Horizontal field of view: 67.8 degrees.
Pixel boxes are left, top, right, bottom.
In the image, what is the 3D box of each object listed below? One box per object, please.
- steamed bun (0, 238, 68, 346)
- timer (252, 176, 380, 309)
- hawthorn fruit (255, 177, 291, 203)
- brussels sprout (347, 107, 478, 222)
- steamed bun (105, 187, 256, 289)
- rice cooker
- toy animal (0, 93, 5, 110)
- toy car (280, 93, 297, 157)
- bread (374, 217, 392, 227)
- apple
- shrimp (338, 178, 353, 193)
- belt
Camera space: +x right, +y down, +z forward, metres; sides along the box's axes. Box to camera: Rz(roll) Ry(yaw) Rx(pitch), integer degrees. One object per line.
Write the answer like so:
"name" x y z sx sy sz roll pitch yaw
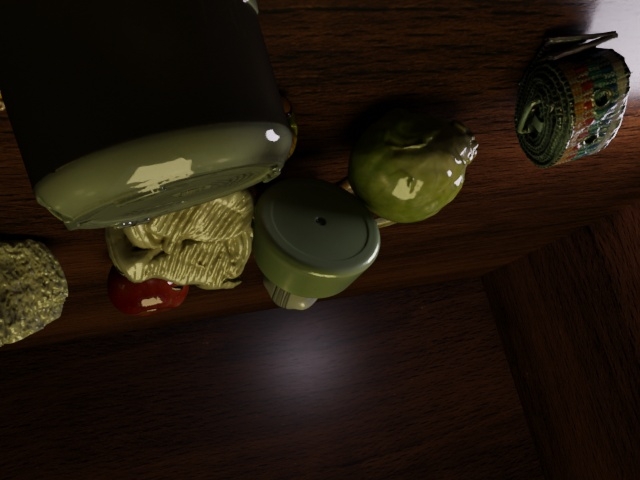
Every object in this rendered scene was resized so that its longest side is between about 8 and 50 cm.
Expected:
"steamed bun" -0.865 0.142 1.325 0.272 0.290 0.274 -5 180 -41
"timer" -0.044 0.052 1.158 0.291 0.290 0.315 -4 143 -25
"hawthorn fruit" -0.073 -0.045 1.320 0.208 0.243 0.207 -10 171 -2
"brussels sprout" 0.207 -0.177 1.142 0.317 0.242 0.273 -8 139 -31
"steamed bun" -0.328 -0.057 1.127 0.347 0.237 0.394 -30 133 -8
"rice cooker" -0.221 -0.201 0.593 0.335 0.325 0.335 -18 -178 1
"toy animal" -0.539 -0.218 0.713 0.115 0.081 0.091 -11 162 -3
"toy car" -0.159 -0.194 0.950 0.248 0.142 0.200 2 159 -35
"bread" 0.218 -0.064 1.835 0.154 0.028 0.068 -16 165 18
"apple" -0.580 0.140 1.604 0.261 0.216 0.260 -12 164 -4
"shrimp" 0.093 -0.143 1.463 0.219 0.046 0.152 -25 156 34
"belt" 0.520 -0.285 1.030 0.161 0.206 0.295 -15 161 2
